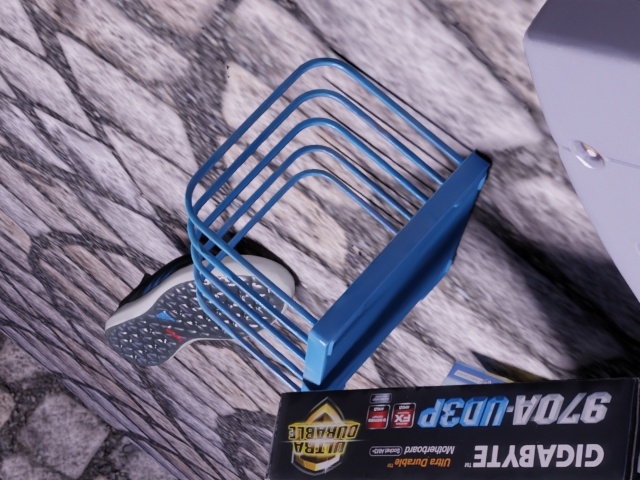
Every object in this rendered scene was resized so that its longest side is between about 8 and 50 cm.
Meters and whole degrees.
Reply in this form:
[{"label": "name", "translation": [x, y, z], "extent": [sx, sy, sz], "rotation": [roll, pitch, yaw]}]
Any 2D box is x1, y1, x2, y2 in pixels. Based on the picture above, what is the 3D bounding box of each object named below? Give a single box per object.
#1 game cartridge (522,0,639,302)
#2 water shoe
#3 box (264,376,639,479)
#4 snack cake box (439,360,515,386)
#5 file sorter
[{"label": "game cartridge", "translation": [0.192, 0.023, 0.580], "extent": [0.196, 0.060, 0.294], "rotation": [17, 153, 47]}, {"label": "water shoe", "translation": [-0.091, 0.032, 1.241], "extent": [0.203, 0.080, 0.073], "rotation": [-21, 125, 44]}, {"label": "box", "translation": [0.110, 0.116, 0.806], "extent": [0.220, 0.051, 0.175], "rotation": [-8, 156, 43]}, {"label": "snack cake box", "translation": [0.145, 0.183, 0.939], "extent": [0.089, 0.152, 0.264], "rotation": [43, 165, -35]}, {"label": "file sorter", "translation": [0.000, 0.000, 0.841], "extent": [0.104, 0.118, 0.170], "rotation": [40, 165, 9]}]
